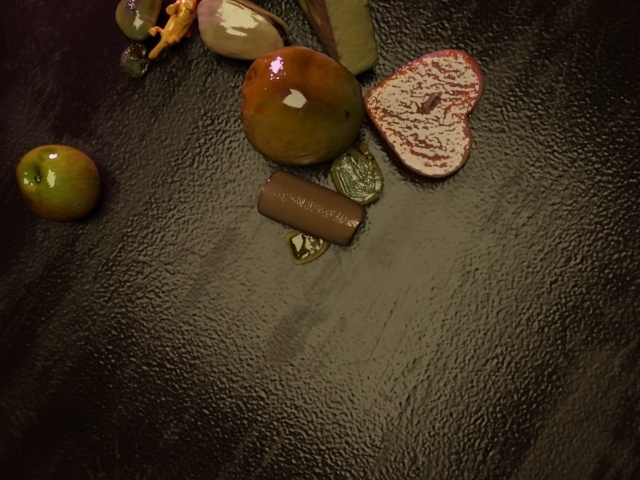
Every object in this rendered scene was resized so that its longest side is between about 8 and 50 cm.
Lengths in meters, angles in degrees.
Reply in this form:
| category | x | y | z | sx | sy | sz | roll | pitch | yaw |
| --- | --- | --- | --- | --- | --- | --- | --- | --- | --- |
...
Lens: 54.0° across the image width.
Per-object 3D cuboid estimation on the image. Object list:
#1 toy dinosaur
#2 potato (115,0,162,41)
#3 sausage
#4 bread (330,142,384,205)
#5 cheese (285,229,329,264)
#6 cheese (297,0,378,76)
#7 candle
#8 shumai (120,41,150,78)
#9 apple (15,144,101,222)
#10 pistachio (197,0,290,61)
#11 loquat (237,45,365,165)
| category | x | y | z | sx | sy | sz | roll | pitch | yaw |
| --- | --- | --- | --- | --- | --- | --- | --- | --- | --- |
| toy dinosaur | -0.337 | -0.565 | 1.566 | 0.070 | 0.117 | 0.288 | 40 | 106 | -7 |
| potato | -0.447 | -0.589 | 1.571 | 0.105 | 0.085 | 0.188 | 21 | 78 | 2 |
| sausage | -0.013 | -0.071 | 1.490 | 0.253 | 0.123 | 0.123 | 24 | 89 | 16 |
| bread | 0.088 | -0.159 | 1.536 | 0.118 | 0.064 | 0.156 | -28 | 86 | 1 |
| cheese | 0.000 | 0.000 | 1.547 | 0.163 | 0.036 | 0.086 | -17 | 87 | 4 |
| cheese | 0.002 | -0.606 | 1.480 | 0.104 | 0.384 | 0.383 | -28 | 85 | -4 |
| candle | 0.240 | -0.312 | 1.504 | 0.288 | 0.131 | 0.316 | 15 | 87 | 8 |
| shumai | -0.475 | -0.460 | 1.586 | 0.082 | 0.080 | 0.083 | 2 | 88 | 6 |
| apple | -0.641 | -0.142 | 1.534 | 0.196 | 0.196 | 0.195 | 0 | 87 | 4 |
| pistachio | -0.188 | -0.517 | 1.530 | 0.230 | 0.157 | 0.157 | 17 | 88 | -2 |
| loquat | -0.047 | -0.306 | 1.467 | 0.284 | 0.276 | 0.275 | 2 | 87 | -18 |
